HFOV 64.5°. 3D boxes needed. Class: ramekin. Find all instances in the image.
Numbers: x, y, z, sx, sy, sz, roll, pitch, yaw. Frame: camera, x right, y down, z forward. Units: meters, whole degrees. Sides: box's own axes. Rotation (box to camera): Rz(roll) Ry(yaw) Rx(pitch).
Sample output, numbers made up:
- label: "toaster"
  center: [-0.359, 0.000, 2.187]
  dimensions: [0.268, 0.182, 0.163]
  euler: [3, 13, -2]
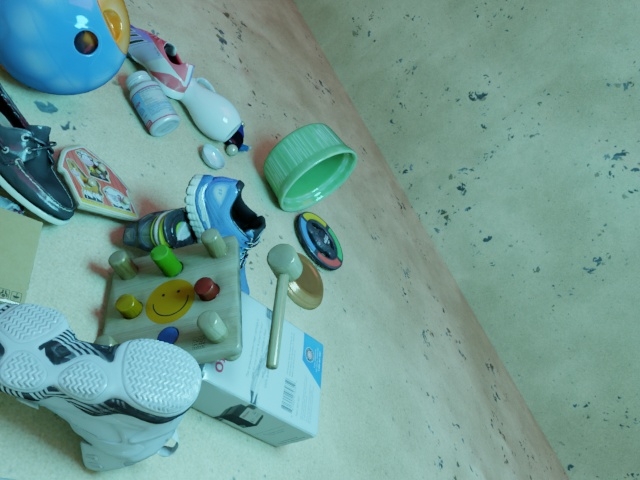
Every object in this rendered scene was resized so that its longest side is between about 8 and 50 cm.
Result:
- label: "ramekin"
  center: [-0.042, -0.246, 1.685]
  dimensions: [0.148, 0.303, 0.303]
  euler: [55, 24, 16]

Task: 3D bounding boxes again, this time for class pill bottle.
- label: "pill bottle"
  center: [-0.448, -0.363, 1.346]
  dimensions: [0.160, 0.087, 0.087]
  euler: [58, 26, 5]

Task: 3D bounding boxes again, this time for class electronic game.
- label: "electronic game"
  center: [0.000, 0.000, 1.744]
  dimensions: [0.229, 0.048, 0.229]
  euler: [41, 29, -29]

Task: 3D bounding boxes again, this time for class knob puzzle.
- label: "knob puzzle"
  center: [-0.467, -0.133, 1.069]
  dimensions: [0.213, 0.030, 0.213]
  euler: [49, 14, -17]

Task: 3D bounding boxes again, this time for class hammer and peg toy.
- label: "hammer and peg toy"
  center: [-0.214, 0.107, 0.908]
  dimensions: [0.127, 0.361, 0.266]
  euler: [71, 8, -49]

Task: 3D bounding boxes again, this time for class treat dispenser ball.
- label: "treat dispenser ball"
  center: [-0.545, -0.448, 1.048]
  dimensions: [0.288, 0.288, 0.288]
  euler: [41, 30, -29]

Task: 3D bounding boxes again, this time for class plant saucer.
- label: "plant saucer"
  center: [-0.055, 0.112, 1.532]
  dimensions: [0.200, 0.037, 0.200]
  euler: [41, 30, -30]

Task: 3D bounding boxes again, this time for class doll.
- label: "doll"
  center: [-0.277, -0.337, 1.659]
  dimensions: [0.129, 0.046, 0.189]
  euler: [38, 30, -30]

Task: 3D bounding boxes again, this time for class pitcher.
- label: "pitcher"
  center: [-0.334, -0.412, 1.556]
  dimensions: [0.207, 0.125, 0.178]
  euler: [42, 37, -7]

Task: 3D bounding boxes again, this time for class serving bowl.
- label: "serving bowl"
  center: [-0.320, -0.241, 1.494]
  dimensions: [0.083, 0.027, 0.083]
  euler: [40, 29, -28]

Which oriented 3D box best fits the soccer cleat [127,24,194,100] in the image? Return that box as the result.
- label: "soccer cleat"
  center: [-0.469, -0.534, 1.431]
  dimensions: [0.318, 0.116, 0.108]
  euler: [49, 26, 18]

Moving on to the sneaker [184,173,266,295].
- label: "sneaker"
  center: [-0.193, 0.010, 1.128]
  dimensions: [0.130, 0.147, 0.330]
  euler: [-80, 167, -55]

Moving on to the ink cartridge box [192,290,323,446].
- label: "ink cartridge box"
  center: [-0.144, 0.266, 1.069]
  dimensions: [0.307, 0.129, 0.223]
  euler: [40, 38, -31]

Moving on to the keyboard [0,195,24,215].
- label: "keyboard"
  center: [-0.592, -0.072, 0.836]
  dimensions: [0.192, 0.038, 0.100]
  euler: [34, 56, -40]

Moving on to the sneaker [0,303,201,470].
- label: "sneaker"
  center: [-0.368, 0.229, 0.751]
  dimensions: [0.366, 0.210, 0.137]
  euler: [14, 35, -5]

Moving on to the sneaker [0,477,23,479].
- label: "sneaker"
  center: [-0.370, 0.391, 0.585]
  dimensions: [0.111, 0.103, 0.252]
  euler: [23, 41, -46]

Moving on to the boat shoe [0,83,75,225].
- label: "boat shoe"
  center: [-0.545, -0.186, 0.914]
  dimensions: [0.340, 0.113, 0.127]
  euler: [52, 3, -2]

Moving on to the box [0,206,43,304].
- label: "box"
  center: [-0.550, 0.006, 0.788]
  dimensions: [0.201, 0.021, 0.164]
  euler: [29, 46, -44]

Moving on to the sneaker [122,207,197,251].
- label: "sneaker"
  center: [-0.330, -0.029, 1.135]
  dimensions: [0.300, 0.121, 0.111]
  euler: [-10, 99, -82]
